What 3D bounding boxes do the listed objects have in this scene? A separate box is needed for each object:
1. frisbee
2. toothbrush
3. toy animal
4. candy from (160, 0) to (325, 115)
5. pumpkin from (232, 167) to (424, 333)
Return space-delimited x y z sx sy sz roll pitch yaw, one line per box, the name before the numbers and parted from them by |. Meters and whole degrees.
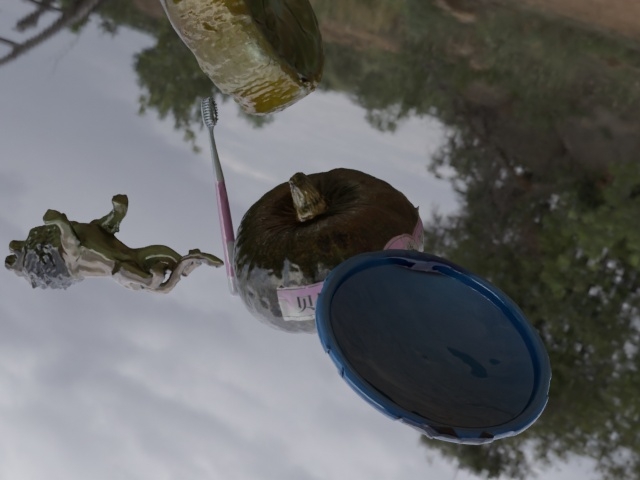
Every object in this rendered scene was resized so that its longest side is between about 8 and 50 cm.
frisbee | 0.106 0.103 0.968 0.242 0.045 0.242 14 -141 -12
toothbrush | -0.138 -0.061 1.412 0.020 0.286 0.025 -10 -176 -28
toy animal | -0.169 0.004 0.818 0.220 0.086 0.069 5 -149 32
candy | -0.092 -0.279 1.237 0.118 0.260 0.260 -22 172 23
pumpkin | 0.000 -0.003 1.314 0.260 0.189 0.260 -10 -153 5
